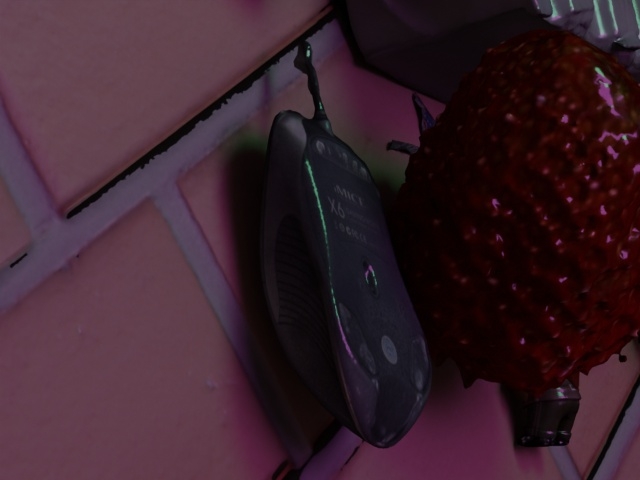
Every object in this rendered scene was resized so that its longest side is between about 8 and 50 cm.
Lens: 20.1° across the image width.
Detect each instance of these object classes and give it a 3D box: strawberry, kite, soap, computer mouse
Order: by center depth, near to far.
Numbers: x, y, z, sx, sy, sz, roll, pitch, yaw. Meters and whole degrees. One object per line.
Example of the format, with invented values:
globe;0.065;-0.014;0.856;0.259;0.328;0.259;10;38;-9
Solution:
computer mouse;0.000;0.000;1.525;0.167;0.090;0.379;31;43;-55
strawberry;0.214;-0.023;1.616;0.292;0.343;0.292;12;59;-20
kite;0.110;-0.085;1.815;0.156;0.011;0.139;12;62;-56
soap;0.162;-0.370;1.851;0.350;0.213;0.435;8;68;-54

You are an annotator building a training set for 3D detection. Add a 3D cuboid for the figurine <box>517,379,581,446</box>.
figurine;0.227;0.111;1.831;0.114;0.108;0.196;5;88;-46
